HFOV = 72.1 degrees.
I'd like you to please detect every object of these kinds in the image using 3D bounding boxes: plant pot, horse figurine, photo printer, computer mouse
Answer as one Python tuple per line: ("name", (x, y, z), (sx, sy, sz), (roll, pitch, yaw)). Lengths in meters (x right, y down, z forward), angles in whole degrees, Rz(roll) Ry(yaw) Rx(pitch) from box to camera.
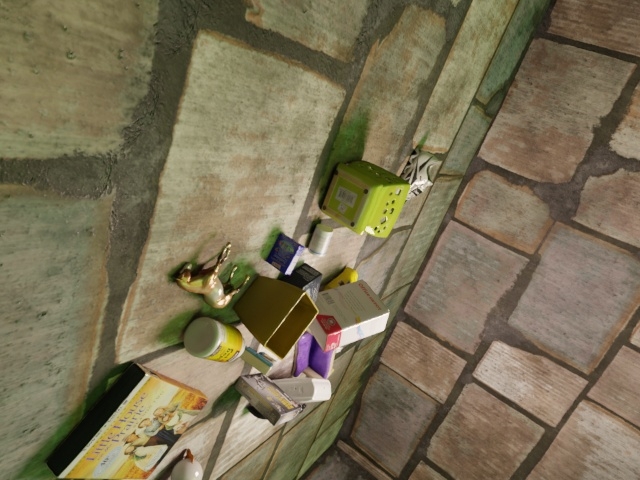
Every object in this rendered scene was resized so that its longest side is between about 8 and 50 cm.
("plant pot", (-0.159, 0.239, 1.468), (0.212, 0.187, 0.212), (-51, 155, -15))
("plant pot", (0.147, -0.151, 1.573), (0.207, 0.228, 0.227), (-6, 124, -51))
("horse figurine", (-0.290, 0.118, 1.235), (0.174, 0.066, 0.263), (-53, 153, -26))
("photo printer", (-0.097, 0.699, 2.045), (0.307, 0.256, 0.107), (48, 37, -65))
("computer mouse", (-0.190, 0.740, 1.899), (0.184, 0.262, 0.060), (97, -10, -70))

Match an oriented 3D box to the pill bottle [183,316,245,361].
("pill bottle", (-0.312, 0.307, 1.340), (0.117, 0.117, 0.215), (-56, 155, -8))

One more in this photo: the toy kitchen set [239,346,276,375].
("toy kitchen set", (-0.203, 0.407, 1.705), (0.166, 0.122, 0.207), (-56, 175, -8))

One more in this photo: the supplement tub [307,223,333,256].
("supplement tub", (0.000, 0.000, 1.638), (0.071, 0.071, 0.107), (-18, 134, -55))

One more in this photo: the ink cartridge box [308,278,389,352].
("ink cartridge box", (0.103, 0.316, 1.882), (0.307, 0.226, 0.131), (-12, 133, -25))

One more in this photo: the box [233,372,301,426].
("box", (-0.209, 0.627, 1.758), (0.056, 0.231, 0.183), (-57, 155, 2))

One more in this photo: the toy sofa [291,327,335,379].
("toy sofa", (-0.020, 0.550, 2.124), (0.177, 0.150, 0.362), (-38, 148, -40))

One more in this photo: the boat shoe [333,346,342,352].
("boat shoe", (0.076, 0.502, 2.033), (0.035, 0.035, 0.100), (-63, 164, -7))

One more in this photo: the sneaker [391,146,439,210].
("sneaker", (0.449, -0.267, 2.099), (0.122, 0.146, 0.330), (-7, 125, -62))

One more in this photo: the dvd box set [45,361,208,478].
("dvd box set", (-0.520, 0.538, 1.275), (0.307, 0.062, 0.420), (-51, 154, -18))

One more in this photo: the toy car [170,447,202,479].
("toy car", (-0.503, 0.895, 1.612), (0.210, 0.219, 0.237), (-38, -139, 46))

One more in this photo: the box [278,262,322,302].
("box", (-0.085, 0.195, 1.672), (0.158, 0.093, 0.155), (-31, 144, -44))

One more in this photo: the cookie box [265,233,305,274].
("cookie box", (-0.116, 0.045, 1.446), (0.107, 0.092, 0.040), (-61, 152, 6))

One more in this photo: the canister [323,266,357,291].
("canister", (0.090, 0.216, 2.050), (0.170, 0.073, 0.126), (-35, 146, -39))
